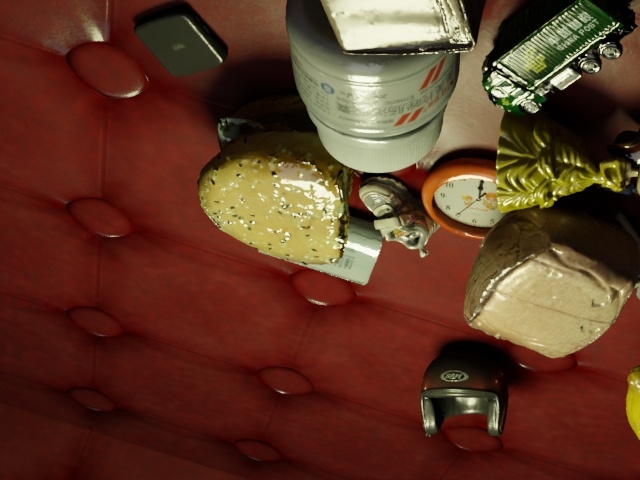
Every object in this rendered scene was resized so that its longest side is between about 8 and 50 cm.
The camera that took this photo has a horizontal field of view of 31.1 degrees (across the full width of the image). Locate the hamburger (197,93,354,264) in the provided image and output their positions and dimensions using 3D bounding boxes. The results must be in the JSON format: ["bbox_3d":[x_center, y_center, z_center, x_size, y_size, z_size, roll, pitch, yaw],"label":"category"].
[{"bbox_3d":[-0.069,-0.108,2.025,0.277,0.195,0.318,8,145,10],"label":"hamburger"}]

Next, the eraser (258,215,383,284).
[{"bbox_3d":[0.000,0.000,2.259,0.227,0.081,0.174,16,151,-2],"label":"eraser"}]

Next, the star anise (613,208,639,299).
[{"bbox_3d":[0.574,0.047,2.077,0.230,0.081,0.262,6,150,35],"label":"star anise"}]

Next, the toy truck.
[{"bbox_3d":[0.338,-0.283,1.678,0.121,0.088,0.259,28,144,-20],"label":"toy truck"}]

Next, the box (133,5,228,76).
[{"bbox_3d":[-0.233,-0.332,1.916,0.126,0.027,0.125,-9,137,36],"label":"box"}]

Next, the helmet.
[{"bbox_3d":[0.314,0.334,2.517,0.189,0.193,0.216,-1,155,21],"label":"helmet"}]

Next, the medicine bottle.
[{"bbox_3d":[0.082,-0.261,1.678,0.245,0.245,0.306,10,153,10],"label":"medicine bottle"}]

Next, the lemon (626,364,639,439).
[{"bbox_3d":[0.743,0.340,2.295,0.320,0.245,0.245,33,144,-16],"label":"lemon"}]

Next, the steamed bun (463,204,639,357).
[{"bbox_3d":[0.393,0.046,1.989,0.252,0.199,0.301,22,140,-11],"label":"steamed bun"}]

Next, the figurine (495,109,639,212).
[{"bbox_3d":[0.445,-0.114,1.803,0.315,0.168,0.187,7,119,18],"label":"figurine"}]

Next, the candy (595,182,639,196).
[{"bbox_3d":[0.507,-0.089,1.954,0.083,0.020,0.030,9,145,12],"label":"candy"}]

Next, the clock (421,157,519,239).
[{"bbox_3d":[0.282,-0.074,2.046,0.205,0.051,0.205,10,145,7],"label":"clock"}]

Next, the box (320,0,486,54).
[{"bbox_3d":[0.113,-0.409,1.397,0.190,0.297,0.225,3,146,25],"label":"box"}]

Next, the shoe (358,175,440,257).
[{"bbox_3d":[0.139,-0.041,2.122,0.180,0.092,0.089,31,145,-21],"label":"shoe"}]
